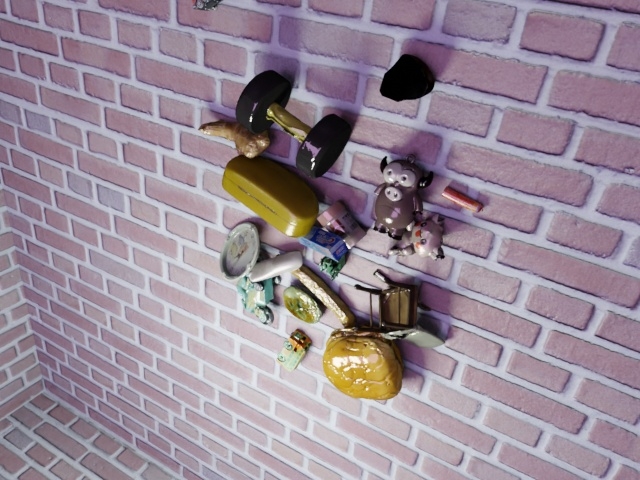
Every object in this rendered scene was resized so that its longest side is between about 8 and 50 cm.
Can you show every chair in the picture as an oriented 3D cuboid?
[{"bbox_3d":[0.268,0.245,1.743,0.160,0.319,0.186,-18,62,44],"label":"chair"}]

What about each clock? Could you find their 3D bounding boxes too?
[{"bbox_3d":[-0.297,0.047,1.999,0.236,0.053,0.236,-20,60,40],"label":"clock"}]

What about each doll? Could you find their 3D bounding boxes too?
[{"bbox_3d":[0.304,0.000,1.632,0.192,0.149,0.095,-9,150,42],"label":"doll"},{"bbox_3d":[0.234,-0.137,1.587,0.182,0.117,0.257,26,116,29],"label":"doll"}]

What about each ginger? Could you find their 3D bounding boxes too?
[{"bbox_3d":[-0.297,-0.359,1.820,0.295,0.131,0.086,17,163,25],"label":"ginger"}]

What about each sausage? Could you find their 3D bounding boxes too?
[{"bbox_3d":[0.422,-0.116,1.549,0.129,0.034,0.034,31,125,16],"label":"sausage"}]

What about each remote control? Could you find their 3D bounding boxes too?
[{"bbox_3d":[-0.170,0.093,1.938,0.229,0.044,0.073,-17,71,19],"label":"remote control"}]

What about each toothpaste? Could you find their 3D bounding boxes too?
[{"bbox_3d":[0.000,0.000,1.756,0.053,0.066,0.272,56,165,-26],"label":"toothpaste"}]

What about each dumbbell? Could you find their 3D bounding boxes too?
[{"bbox_3d":[-0.085,-0.362,1.632,0.322,0.204,0.203,38,127,9],"label":"dumbbell"}]

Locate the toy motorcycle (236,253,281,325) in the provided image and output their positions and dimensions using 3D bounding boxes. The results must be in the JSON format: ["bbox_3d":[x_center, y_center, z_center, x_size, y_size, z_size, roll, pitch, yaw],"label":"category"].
[{"bbox_3d":[-0.257,0.184,2.081,0.198,0.109,0.296,14,113,40],"label":"toy motorcycle"}]

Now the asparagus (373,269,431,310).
[{"bbox_3d":[0.277,0.176,1.792,0.233,0.023,0.022,36,171,12],"label":"asparagus"}]

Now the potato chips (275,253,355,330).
[{"bbox_3d":[-0.012,0.180,1.947,0.407,0.057,0.080,43,130,6],"label":"potato chips"}]

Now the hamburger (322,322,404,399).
[{"bbox_3d":[0.148,0.443,1.896,0.319,0.158,0.318,11,125,17],"label":"hamburger"}]

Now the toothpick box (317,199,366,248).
[{"bbox_3d":[0.072,-0.048,1.757,0.149,0.098,0.098,49,128,0],"label":"toothpick box"}]

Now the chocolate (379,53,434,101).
[{"bbox_3d":[0.246,-0.452,1.465,0.149,0.080,0.125,2,102,39],"label":"chocolate"}]

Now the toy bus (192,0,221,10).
[{"bbox_3d":[-0.330,-0.791,1.653,0.174,0.079,0.077,-14,96,35],"label":"toy bus"}]

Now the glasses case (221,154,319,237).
[{"bbox_3d":[-0.159,-0.169,1.788,0.371,0.173,0.141,36,126,19],"label":"glasses case"}]

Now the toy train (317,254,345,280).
[{"bbox_3d":[0.044,0.076,1.801,0.070,0.099,0.172,35,169,13],"label":"toy train"}]

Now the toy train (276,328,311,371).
[{"bbox_3d":[-0.110,0.451,2.136,0.099,0.072,0.188,32,126,7],"label":"toy train"}]

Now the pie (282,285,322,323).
[{"bbox_3d":[-0.072,0.249,1.999,0.187,0.041,0.187,30,143,26],"label":"pie"}]
